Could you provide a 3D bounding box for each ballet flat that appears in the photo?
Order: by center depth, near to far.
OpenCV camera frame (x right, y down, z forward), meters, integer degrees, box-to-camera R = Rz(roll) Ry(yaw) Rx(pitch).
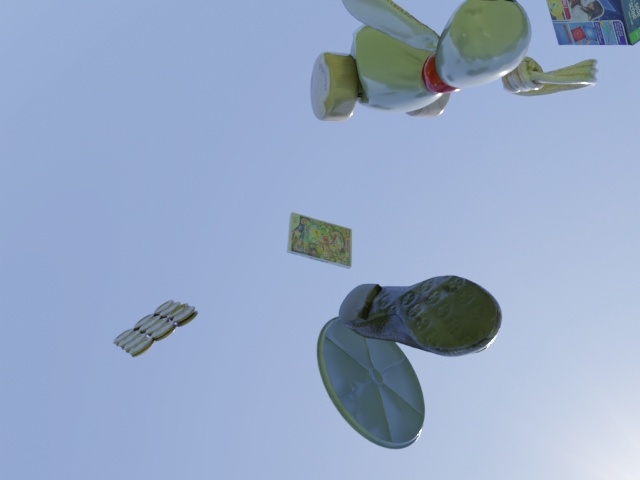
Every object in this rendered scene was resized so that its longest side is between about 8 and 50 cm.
[{"bbox_3d":[0.105,0.085,0.722,0.250,0.058,0.084,-6,-132,59],"label":"ballet flat"}]

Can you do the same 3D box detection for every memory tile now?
[{"bbox_3d":[-0.243,0.127,0.997,0.113,0.012,0.148,-38,-164,-23],"label":"memory tile"}]

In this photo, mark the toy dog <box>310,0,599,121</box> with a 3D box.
[{"bbox_3d":[0.106,-0.222,0.715,0.334,0.220,0.160,0,-84,53],"label":"toy dog"}]

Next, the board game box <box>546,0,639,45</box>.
[{"bbox_3d":[0.357,-0.363,0.917,0.035,0.201,0.136,-34,-153,-14],"label":"board game box"}]

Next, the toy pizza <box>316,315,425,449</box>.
[{"bbox_3d":[0.067,0.196,0.941,0.032,0.201,0.201,-41,-131,32],"label":"toy pizza"}]

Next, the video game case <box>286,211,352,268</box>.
[{"bbox_3d":[0.000,0.000,1.226,0.011,0.122,0.087,125,-26,-49],"label":"video game case"}]
